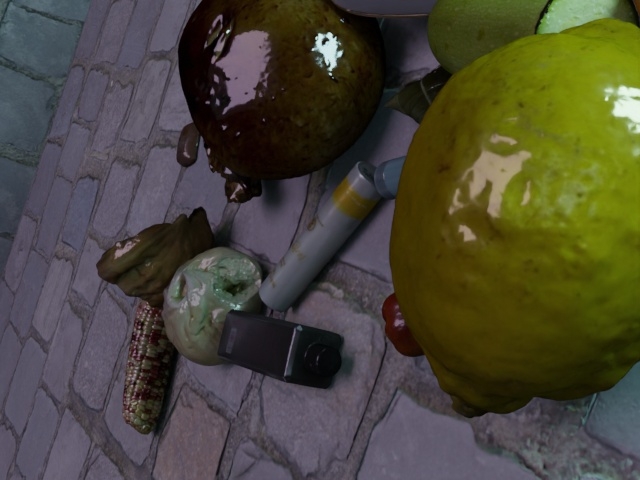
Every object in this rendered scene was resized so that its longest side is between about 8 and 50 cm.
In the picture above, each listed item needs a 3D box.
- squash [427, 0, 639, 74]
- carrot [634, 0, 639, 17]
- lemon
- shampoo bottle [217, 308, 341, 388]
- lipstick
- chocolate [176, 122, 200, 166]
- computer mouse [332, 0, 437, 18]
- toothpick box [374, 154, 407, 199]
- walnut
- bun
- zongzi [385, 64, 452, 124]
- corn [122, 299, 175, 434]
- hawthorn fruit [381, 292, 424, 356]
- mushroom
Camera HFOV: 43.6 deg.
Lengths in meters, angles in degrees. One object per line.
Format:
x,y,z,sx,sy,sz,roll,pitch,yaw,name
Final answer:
0.208,-0.227,0.874,0.247,0.133,0.132,37,106,58,squash
0.328,-0.290,0.782,0.072,0.072,0.205,-37,44,43,carrot
0.190,-0.017,0.672,0.285,0.285,0.316,1,53,56,lemon
-0.055,0.152,1.130,0.246,0.079,0.080,4,80,57,shampoo bottle
0.000,0.000,1.141,0.264,0.059,0.059,-51,38,29,lipstick
-0.281,-0.207,1.687,0.065,0.031,0.100,-11,65,49,chocolate
0.150,-0.365,1.021,0.311,0.072,0.158,4,66,33,computer mouse
0.114,-0.083,1.016,0.083,0.052,0.052,-11,66,52,toothpick box
-0.272,0.036,1.442,0.204,0.141,0.238,-29,0,5,walnut
-0.182,0.101,1.304,0.193,0.128,0.178,-43,41,34,bun
0.132,-0.134,0.995,0.131,0.062,0.154,-21,58,38,zongzi
-0.320,0.231,1.488,0.086,0.086,0.253,-10,68,54,corn
0.120,0.088,0.912,0.093,0.081,0.081,-18,56,18,hawthorn fruit
-0.052,-0.216,1.209,0.334,0.356,0.331,-25,41,1,mushroom
